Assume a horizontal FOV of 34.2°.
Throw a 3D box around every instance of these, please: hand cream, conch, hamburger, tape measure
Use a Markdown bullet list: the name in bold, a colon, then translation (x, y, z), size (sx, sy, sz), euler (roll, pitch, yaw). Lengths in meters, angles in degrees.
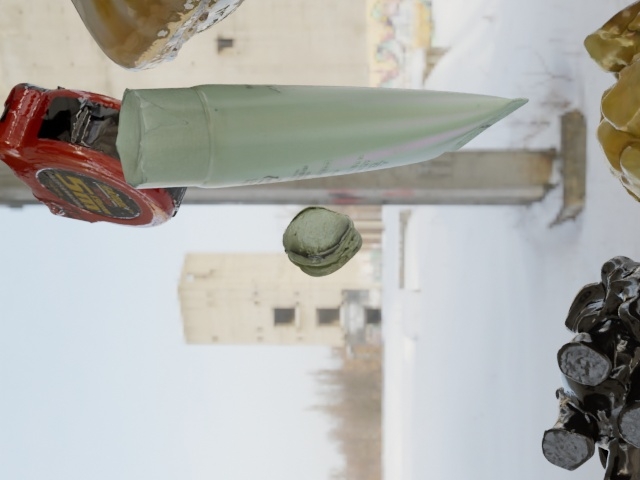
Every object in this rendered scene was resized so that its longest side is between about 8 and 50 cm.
- **hand cream**: translation (0.002, -0.055, 0.525), size (0.078, 0.205, 0.050), euler (-37, 61, 60)
- **conch**: translation (-0.078, -0.191, 0.576), size (0.158, 0.127, 0.255), euler (-47, 10, -25)
- **hamburger**: translation (0.000, 0.000, 1.850), size (0.140, 0.133, 0.062), euler (31, 154, 44)
- **tape measure**: translation (-0.300, -0.107, 1.415), size (0.253, 0.260, 0.114), euler (62, -139, -64)

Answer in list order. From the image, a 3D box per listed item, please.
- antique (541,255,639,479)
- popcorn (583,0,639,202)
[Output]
- **antique**: translation (0.403, 0.181, 1.406), size (0.255, 0.185, 0.322), euler (-48, -33, -51)
- **popcorn**: translation (0.531, -0.169, 1.249), size (0.344, 0.390, 0.354), euler (40, -123, -44)
